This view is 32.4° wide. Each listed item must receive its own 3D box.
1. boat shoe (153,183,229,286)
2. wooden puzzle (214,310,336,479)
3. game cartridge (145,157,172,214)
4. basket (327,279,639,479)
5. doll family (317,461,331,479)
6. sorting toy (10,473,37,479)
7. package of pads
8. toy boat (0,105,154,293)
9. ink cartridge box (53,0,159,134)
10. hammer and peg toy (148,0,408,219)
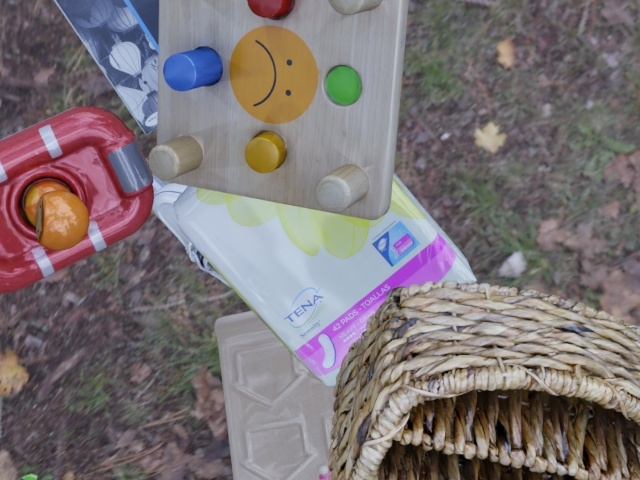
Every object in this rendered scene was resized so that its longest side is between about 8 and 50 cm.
[{"bbox_3d":[-0.157,0.005,1.665,0.258,0.095,0.084,31,38,11],"label":"boat shoe"},{"bbox_3d":[0.001,0.268,1.742,0.080,0.322,0.347,5,74,-64],"label":"wooden puzzle"},{"bbox_3d":[-0.296,-0.082,2.081,0.196,0.294,0.060,42,89,-1],"label":"game cartridge"},{"bbox_3d":[0.169,0.187,0.911,0.299,0.213,0.223,16,50,-12],"label":"basket"},{"bbox_3d":[0.069,0.386,1.369,0.263,0.118,0.163,40,29,-10],"label":"doll family"},{"bbox_3d":[-0.420,0.335,1.498,0.083,0.062,0.012,-15,67,1],"label":"sorting toy"},{"bbox_3d":[0.000,0.000,1.279,0.229,0.101,0.296,-38,103,10],"label":"package of pads"},{"bbox_3d":[-0.276,-0.032,1.115,0.231,0.151,0.151,-28,114,-12],"label":"toy boat"},{"bbox_3d":[-0.273,-0.330,1.553,0.165,0.065,0.332,-35,115,-3],"label":"ink cartridge box"},{"bbox_3d":[-0.045,-0.213,1.045,0.127,0.266,0.361,-34,131,-61],"label":"hammer and peg toy"}]
